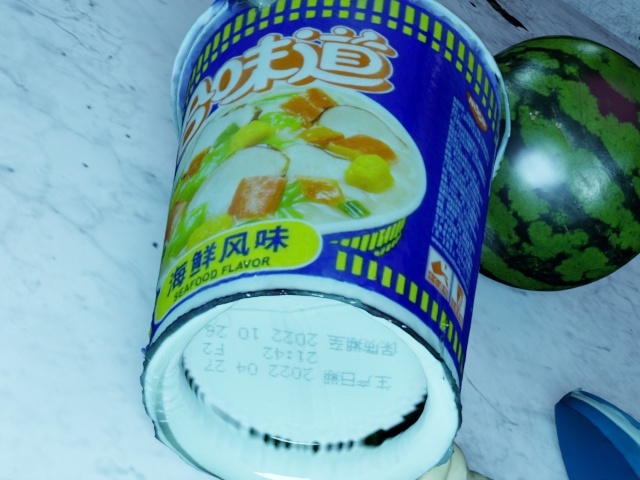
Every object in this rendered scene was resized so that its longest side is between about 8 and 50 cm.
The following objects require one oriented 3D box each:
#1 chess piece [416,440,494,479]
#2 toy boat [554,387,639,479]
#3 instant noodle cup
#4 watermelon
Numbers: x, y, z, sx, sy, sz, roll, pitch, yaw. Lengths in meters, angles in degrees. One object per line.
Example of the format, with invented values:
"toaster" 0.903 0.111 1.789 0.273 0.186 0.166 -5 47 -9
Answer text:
"chess piece" 0.111 0.214 0.733 0.200 0.090 0.090 44 25 -22
"toy boat" 0.284 0.246 0.888 0.062 0.096 0.299 10 38 -33
"instant noodle cup" 0.000 0.000 0.713 0.284 0.284 0.312 32 37 -19
"watermelon" 0.248 -0.085 1.107 0.285 0.285 0.285 32 29 -20
